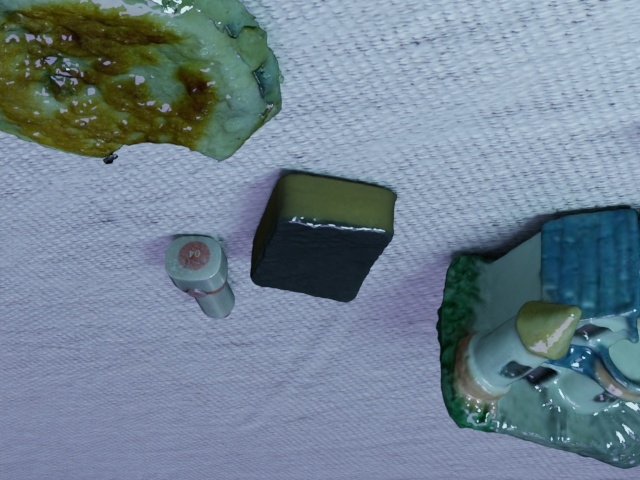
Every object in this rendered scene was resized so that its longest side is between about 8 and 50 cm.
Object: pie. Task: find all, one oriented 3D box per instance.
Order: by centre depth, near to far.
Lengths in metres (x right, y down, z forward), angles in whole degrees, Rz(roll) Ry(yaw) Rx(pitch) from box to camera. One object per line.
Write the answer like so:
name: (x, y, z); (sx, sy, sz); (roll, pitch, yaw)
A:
pie: (-0.173, -0.146, 1.166); (0.302, 0.067, 0.302); (4, 155, 2)

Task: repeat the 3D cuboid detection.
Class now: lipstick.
lipstick: (-0.127, 0.056, 1.609); (0.063, 0.057, 0.186); (2, 158, 9)

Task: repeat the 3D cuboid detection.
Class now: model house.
model house: (0.304, 0.079, 1.410); (0.267, 0.194, 0.325); (16, 150, -19)

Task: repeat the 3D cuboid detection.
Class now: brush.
brush: (0.000, 0.000, 1.451); (0.123, 0.059, 0.197); (8, 155, -9)
